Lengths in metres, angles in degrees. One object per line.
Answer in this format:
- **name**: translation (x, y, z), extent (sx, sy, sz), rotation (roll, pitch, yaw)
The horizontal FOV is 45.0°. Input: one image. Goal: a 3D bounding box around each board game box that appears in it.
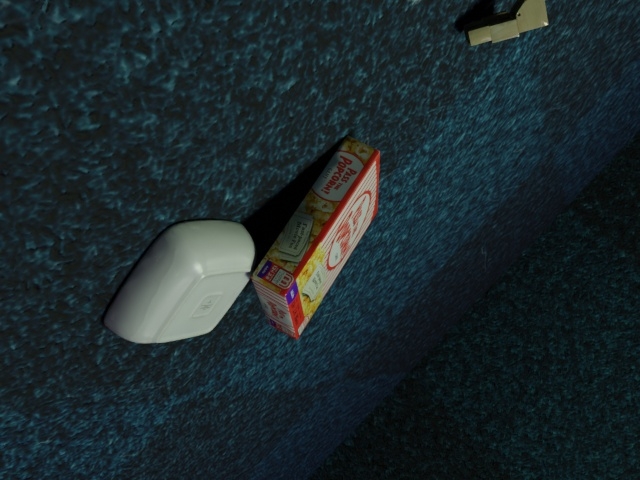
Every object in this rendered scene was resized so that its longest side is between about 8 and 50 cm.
- **board game box**: translation (0.000, 0.000, 0.864), extent (0.193, 0.045, 0.147), rotation (-57, 165, -19)

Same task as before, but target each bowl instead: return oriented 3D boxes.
- **bowl**: translation (-0.129, 0.048, 0.769), extent (0.142, 0.053, 0.142), rotation (-53, 157, 18)

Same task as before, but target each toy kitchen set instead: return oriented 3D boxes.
- **toy kitchen set**: translation (0.192, -0.261, 0.836), extent (0.083, 0.075, 0.068), rotation (-14, -156, 7)
